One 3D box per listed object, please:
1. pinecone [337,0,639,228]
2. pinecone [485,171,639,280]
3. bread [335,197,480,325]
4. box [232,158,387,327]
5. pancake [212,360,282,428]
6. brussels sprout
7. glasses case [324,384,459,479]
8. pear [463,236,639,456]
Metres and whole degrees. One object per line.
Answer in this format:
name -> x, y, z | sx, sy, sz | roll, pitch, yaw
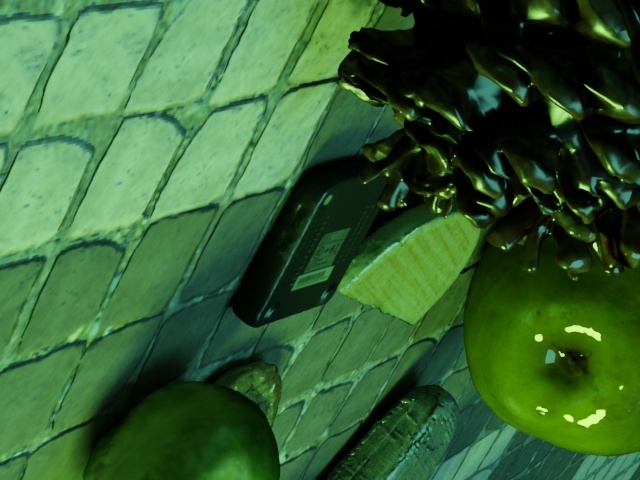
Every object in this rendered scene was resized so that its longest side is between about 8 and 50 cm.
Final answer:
pinecone -> 0.131, -0.124, 1.119 | 0.257, 0.243, 0.243 | -27, 154, -12
pinecone -> 0.241, -0.100, 1.417 | 0.309, 0.244, 0.244 | -34, 159, -2
bread -> 0.074, 0.006, 1.478 | 0.112, 0.036, 0.193 | -45, 160, 8
box -> 0.000, 0.000, 1.322 | 0.126, 0.027, 0.125 | -14, 137, -62
pancake -> -0.082, 0.152, 1.400 | 0.158, 0.028, 0.158 | -44, 156, -25
brussels sprout -> -0.094, 0.166, 1.261 | 0.155, 0.117, 0.155 | -24, 131, -30
glasses case -> 0.029, 0.249, 1.762 | 0.282, 0.067, 0.109 | -47, 156, -9
pear -> 0.258, 0.065, 1.713 | 0.253, 0.253, 0.307 | -60, 168, 19
